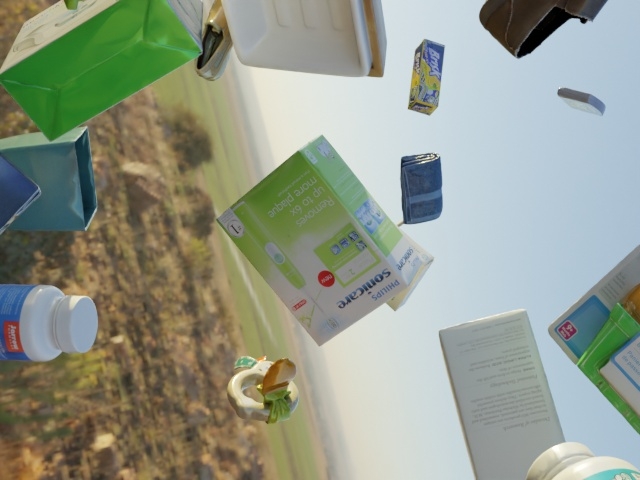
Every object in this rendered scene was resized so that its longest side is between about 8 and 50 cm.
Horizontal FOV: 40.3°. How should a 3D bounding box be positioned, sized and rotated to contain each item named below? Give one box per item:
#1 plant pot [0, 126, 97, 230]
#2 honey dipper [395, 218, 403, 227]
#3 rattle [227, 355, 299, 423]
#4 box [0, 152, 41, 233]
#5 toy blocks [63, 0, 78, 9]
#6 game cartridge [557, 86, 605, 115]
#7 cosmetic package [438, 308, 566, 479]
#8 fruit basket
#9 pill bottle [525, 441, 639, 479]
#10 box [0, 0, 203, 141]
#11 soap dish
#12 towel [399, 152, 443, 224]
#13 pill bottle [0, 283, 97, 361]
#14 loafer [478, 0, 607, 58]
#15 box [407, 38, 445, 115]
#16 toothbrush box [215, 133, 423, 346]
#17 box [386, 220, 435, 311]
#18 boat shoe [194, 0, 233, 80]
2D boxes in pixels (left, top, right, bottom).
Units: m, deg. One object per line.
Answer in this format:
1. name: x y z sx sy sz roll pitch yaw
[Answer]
1. plant pot: -0.548 -0.108 1.604 0.165 0.234 0.165 -111 -163 -72
2. honey dipper: 0.178 -0.039 1.882 0.161 0.030 0.030 -35 115 -54
3. rattle: -0.101 0.215 1.527 0.199 0.130 0.142 -94 176 -61
4. box: -0.527 -0.066 0.832 0.395 0.293 0.212 43 -17 -18
5. toy blocks: -0.215 -0.438 1.014 0.381 0.261 0.190 63 -34 25
6. game cartridge: 0.375 -0.197 1.244 0.083 0.056 0.017 13 95 -57
7. cosmetic package: 0.318 0.333 1.431 0.217 0.156 0.384 58 17 -66
8. fruit basket: 0.542 0.128 1.189 0.327 0.353 0.165 51 21 22
9. pill bottle: 0.327 0.337 0.943 0.264 0.146 0.146 -125 -162 -59
10. box: -0.309 -0.296 1.277 0.126 0.262 0.231 56 13 -32
11. soap dish: -0.027 -0.400 1.472 0.118 0.291 0.228 -52 142 -38
12. towel: 0.158 -0.079 1.360 0.029 0.067 0.119 -105 -174 -52
13. pill bottle: -0.480 0.132 1.401 0.124 0.222 0.124 -1 90 -77
14. loafer: 0.451 -0.429 1.479 0.134 0.366 0.130 1 63 -52
15. box: 0.247 -0.381 2.033 0.054 0.059 0.168 137 -35 -64
16. toothbrush box: 0.000 0.000 1.470 0.283 0.206 0.122 51 28 -5
17. box: 0.110 0.025 1.647 0.186 0.038 0.145 42 -44 15
18. boat shoe: -0.182 -0.385 1.579 0.072 0.068 0.190 12 93 -75
